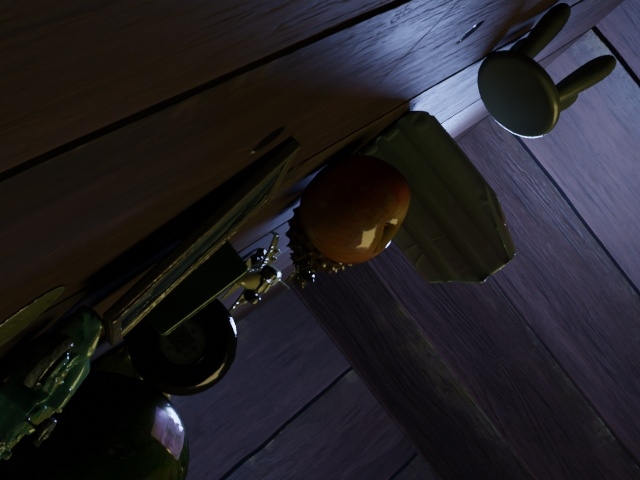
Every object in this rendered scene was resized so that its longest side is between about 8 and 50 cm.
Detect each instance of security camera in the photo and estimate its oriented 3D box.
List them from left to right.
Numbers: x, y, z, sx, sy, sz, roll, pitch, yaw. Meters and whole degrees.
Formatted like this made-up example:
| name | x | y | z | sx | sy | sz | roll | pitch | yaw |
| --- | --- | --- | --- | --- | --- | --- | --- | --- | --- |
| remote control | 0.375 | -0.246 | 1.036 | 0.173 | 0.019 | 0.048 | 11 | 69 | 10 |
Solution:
| name | x | y | z | sx | sy | sz | roll | pitch | yaw |
| --- | --- | --- | --- | --- | --- | --- | --- | --- | --- |
| security camera | -0.254 | 0.196 | 1.917 | 0.197 | 0.191 | 0.277 | -39 | 177 | -7 |

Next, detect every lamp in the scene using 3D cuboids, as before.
| name | x | y | z | sx | sy | sz | roll | pitch | yaw |
| --- | --- | --- | --- | --- | --- | --- | --- | --- | --- |
| lamp | -0.157 | 0.047 | 2.273 | 0.083 | 0.031 | 0.063 | -42 | 177 | 10 |

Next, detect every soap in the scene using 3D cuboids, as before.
| name | x | y | z | sx | sy | sz | roll | pitch | yaw |
| --- | --- | --- | --- | --- | --- | --- | --- | --- | --- |
| soap | 0.225 | -0.070 | 1.952 | 0.208 | 0.347 | 0.115 | -39 | 175 | 15 |

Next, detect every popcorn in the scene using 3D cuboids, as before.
| name | x | y | z | sx | sy | sz | roll | pitch | yaw |
| --- | --- | --- | --- | --- | --- | --- | --- | --- | --- |
| popcorn | -0.397 | 0.304 | 2.095 | 0.185 | 0.167 | 0.187 | -37 | 173 | -24 |

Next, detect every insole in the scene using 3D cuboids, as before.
| name | x | y | z | sx | sy | sz | roll | pitch | yaw |
| --- | --- | --- | --- | --- | --- | --- | --- | --- | --- |
| insole | -0.421 | 0.151 | 1.160 | 0.322 | 0.007 | 0.109 | -38 | 176 | 1 |

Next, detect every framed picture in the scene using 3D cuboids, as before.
| name | x | y | z | sx | sy | sz | roll | pitch | yaw |
| --- | --- | --- | --- | --- | --- | --- | --- | --- | --- |
| framed picture | -0.168 | 0.010 | 1.371 | 0.335 | 0.022 | 0.247 | -44 | 178 | -18 |

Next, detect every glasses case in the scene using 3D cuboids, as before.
| name | x | y | z | sx | sy | sz | roll | pitch | yaw |
| --- | --- | --- | --- | --- | --- | --- | --- | --- | --- |
| glasses case | -0.212 | 0.076 | 1.671 | 0.184 | 0.078 | 0.039 | -37 | 176 | -5 |

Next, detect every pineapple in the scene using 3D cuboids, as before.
| name | x | y | z | sx | sy | sz | roll | pitch | yaw |
| --- | --- | --- | --- | --- | --- | --- | --- | --- | --- |
| pineapple | 0.000 | 0.000 | 2.081 | 0.175 | 0.175 | 0.361 | -37 | 177 | -13 |

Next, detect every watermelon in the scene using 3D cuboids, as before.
| name | x | y | z | sx | sy | sz | roll | pitch | yaw |
| --- | --- | --- | --- | --- | --- | --- | --- | --- | --- |
| watermelon | -0.419 | 0.404 | 1.816 | 0.363 | 0.363 | 0.363 | -37 | 176 | -3 |

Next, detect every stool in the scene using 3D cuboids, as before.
| name | x | y | z | sx | sy | sz | roll | pitch | yaw |
| --- | --- | --- | --- | --- | --- | --- | --- | --- | --- |
| stool | 0.452 | -0.335 | 2.036 | 0.198 | 0.195 | 0.195 | -37 | 176 | -27 |

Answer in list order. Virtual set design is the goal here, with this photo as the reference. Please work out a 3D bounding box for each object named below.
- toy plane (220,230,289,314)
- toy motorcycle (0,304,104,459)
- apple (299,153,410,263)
| name | x | y | z | sx | sy | sz | roll | pitch | yaw |
| --- | --- | --- | --- | --- | --- | --- | --- | --- | --- |
| toy plane | -0.136 | 0.081 | 2.188 | 0.229 | 0.092 | 0.244 | -56 | 160 | 12 |
| toy motorcycle | -0.380 | 0.201 | 1.380 | 0.296 | 0.109 | 0.198 | -49 | 180 | 42 |
| apple | 0.059 | -0.058 | 1.817 | 0.209 | 0.164 | 0.209 | -46 | 156 | -28 |
